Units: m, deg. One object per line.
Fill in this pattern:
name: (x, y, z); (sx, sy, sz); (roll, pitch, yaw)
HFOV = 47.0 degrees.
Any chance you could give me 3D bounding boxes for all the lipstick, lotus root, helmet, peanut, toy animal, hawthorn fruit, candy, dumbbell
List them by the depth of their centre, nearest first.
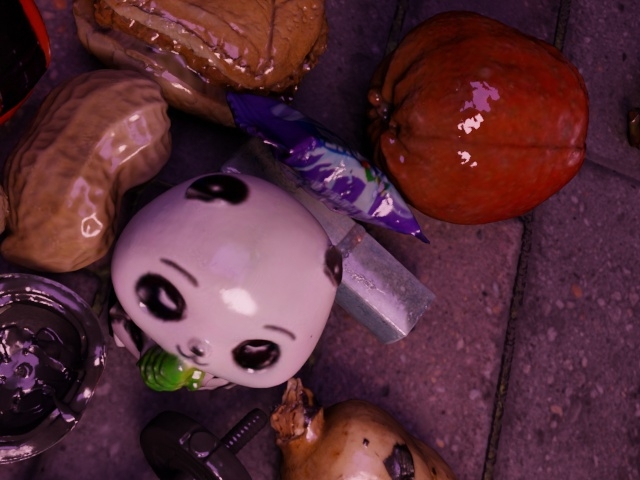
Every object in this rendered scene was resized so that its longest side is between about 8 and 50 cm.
dumbbell: (-0.163, 0.266, 0.685); (0.143, 0.143, 0.325); (50, 54, 0)
toy animal: (-0.105, 0.053, 0.720); (0.213, 0.267, 0.212); (3, 81, -19)
helmet: (-0.293, 0.119, 0.726); (0.153, 0.107, 0.176); (34, 87, -10)
peanut: (-0.251, -0.074, 0.764); (0.110, 0.197, 0.233); (49, 62, -45)
lotus root: (0.051, 0.251, 0.772); (0.257, 0.154, 0.140); (32, 60, -16)
candy: (0.011, -0.081, 0.817); (0.275, 0.145, 0.070); (27, 109, -39)
lipstick: (0.000, 0.000, 0.866); (0.290, 0.077, 0.076); (41, 67, -3)
hawthorn fruit: (0.183, -0.146, 0.883); (0.262, 0.258, 0.258); (-11, 77, 8)

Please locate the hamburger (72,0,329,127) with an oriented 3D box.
hamburger: (-0.133, -0.269, 0.862); (0.283, 0.144, 0.259); (30, 56, -3)

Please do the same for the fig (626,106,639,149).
fig: (0.574, -0.191, 1.050); (0.235, 0.214, 0.235); (18, 44, -19)

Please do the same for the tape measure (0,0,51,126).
tape measure: (-0.384, -0.218, 0.694); (0.253, 0.260, 0.114); (42, 64, -15)

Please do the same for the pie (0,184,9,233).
pie: (-0.375, -0.067, 0.710); (0.195, 0.195, 0.046); (47, 46, -1)
